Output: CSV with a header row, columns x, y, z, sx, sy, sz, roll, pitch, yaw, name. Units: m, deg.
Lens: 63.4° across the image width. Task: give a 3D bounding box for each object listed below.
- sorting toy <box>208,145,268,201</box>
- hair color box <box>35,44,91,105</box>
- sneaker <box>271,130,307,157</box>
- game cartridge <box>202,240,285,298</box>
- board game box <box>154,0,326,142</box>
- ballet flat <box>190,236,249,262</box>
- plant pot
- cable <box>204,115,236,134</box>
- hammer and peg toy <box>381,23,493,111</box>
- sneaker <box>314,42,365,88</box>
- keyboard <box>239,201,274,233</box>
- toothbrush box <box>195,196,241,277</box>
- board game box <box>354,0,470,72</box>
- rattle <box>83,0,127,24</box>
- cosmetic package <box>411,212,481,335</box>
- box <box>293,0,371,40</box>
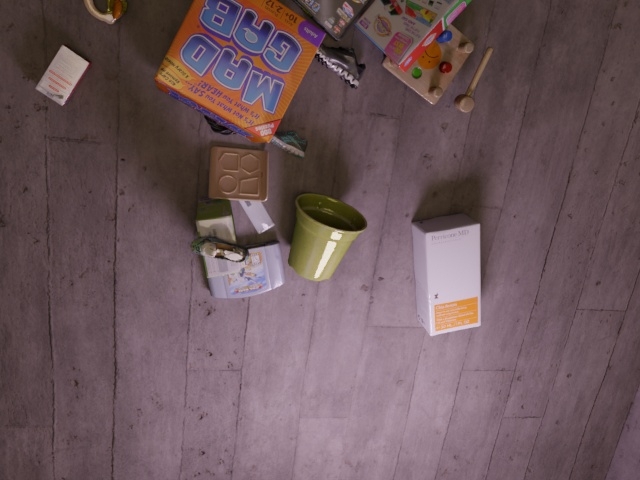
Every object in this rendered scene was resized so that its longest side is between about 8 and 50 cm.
x,y,z,sx,sy,sz,roll,pitch,yaw,name
-0.291,-0.235,1.850,0.208,0.038,0.193,2,79,-10,sorting toy
-0.823,-0.529,1.664,0.093,0.053,0.167,34,98,-21,hair color box
-0.119,-0.366,1.869,0.166,0.065,0.076,28,85,-22,sneaker
-0.289,0.119,1.998,0.297,0.062,0.198,-11,106,-8,game cartridge
-0.257,-0.542,1.587,0.356,0.356,0.356,27,93,-19,board game box
-0.318,0.033,1.649,0.188,0.070,0.070,7,107,-13,ballet flat
0.000,0.000,1.924,0.276,0.276,0.254,14,117,-16,plant pot
-0.311,-0.444,1.801,0.184,0.047,0.151,-3,109,-10,cable
0.425,-0.634,1.845,0.361,0.127,0.266,30,98,-19,hammer and peg toy
0.063,-0.636,1.798,0.234,0.078,0.106,33,97,-24,sneaker
-0.262,-0.146,1.934,0.072,0.014,0.256,-27,112,4,keyboard
-0.355,-0.023,1.809,0.122,0.283,0.206,-9,111,-7,toothbrush box
0.301,-0.752,1.693,0.316,0.064,0.242,-45,69,18,board game box
-0.693,-0.753,1.571,0.130,0.143,0.200,-31,121,22,rattle
0.514,0.138,2.110,0.230,0.161,0.453,-11,110,-8,cosmetic package
0.028,-0.841,1.726,0.270,0.060,0.216,38,99,-20,box
